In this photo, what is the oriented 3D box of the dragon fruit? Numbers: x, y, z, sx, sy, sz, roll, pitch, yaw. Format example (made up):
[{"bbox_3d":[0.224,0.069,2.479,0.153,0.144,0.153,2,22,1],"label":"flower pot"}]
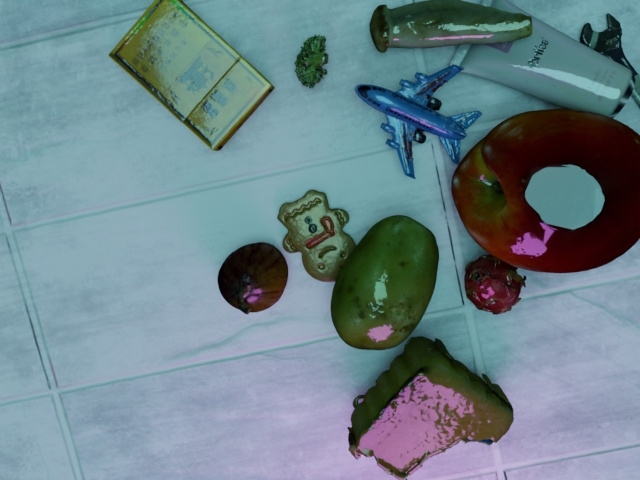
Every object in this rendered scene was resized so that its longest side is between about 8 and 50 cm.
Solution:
[{"bbox_3d":[0.372,0.090,1.560,0.136,0.166,0.133,-49,49,12],"label":"dragon fruit"}]

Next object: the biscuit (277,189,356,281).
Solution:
[{"bbox_3d":[0.000,0.000,1.611,0.166,0.036,0.225,-26,97,5],"label":"biscuit"}]

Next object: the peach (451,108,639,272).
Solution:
[{"bbox_3d":[0.477,-0.099,1.443,0.406,0.310,0.335,8,96,1],"label":"peach"}]

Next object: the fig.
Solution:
[{"bbox_3d":[-0.163,0.090,1.570,0.149,0.202,0.148,-37,81,42],"label":"fig"}]

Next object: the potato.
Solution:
[{"bbox_3d":[0.141,0.098,1.532,0.216,0.216,0.304,34,94,-3],"label":"potato"}]

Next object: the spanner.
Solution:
[{"bbox_3d":[0.676,-0.349,1.537,0.087,0.024,0.316,-39,95,2],"label":"spanner"}]

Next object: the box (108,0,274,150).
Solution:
[{"bbox_3d":[-0.273,-0.363,1.539,0.301,0.084,0.193,43,98,-4],"label":"box"}]

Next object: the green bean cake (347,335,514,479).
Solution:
[{"bbox_3d":[0.236,0.388,1.594,0.285,0.202,0.310,40,99,-16],"label":"green bean cake"}]

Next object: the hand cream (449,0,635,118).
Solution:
[{"bbox_3d":[0.472,-0.373,1.501,0.359,0.118,0.185,27,97,6],"label":"hand cream"}]

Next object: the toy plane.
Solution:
[{"bbox_3d":[0.198,-0.272,1.525,0.271,0.105,0.254,24,98,0],"label":"toy plane"}]

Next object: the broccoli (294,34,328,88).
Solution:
[{"bbox_3d":[-0.011,-0.384,1.525,0.092,0.097,0.095,3,126,45],"label":"broccoli"}]

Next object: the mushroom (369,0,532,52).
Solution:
[{"bbox_3d":[0.266,-0.452,1.484,0.333,0.087,0.107,-2,78,14],"label":"mushroom"}]
